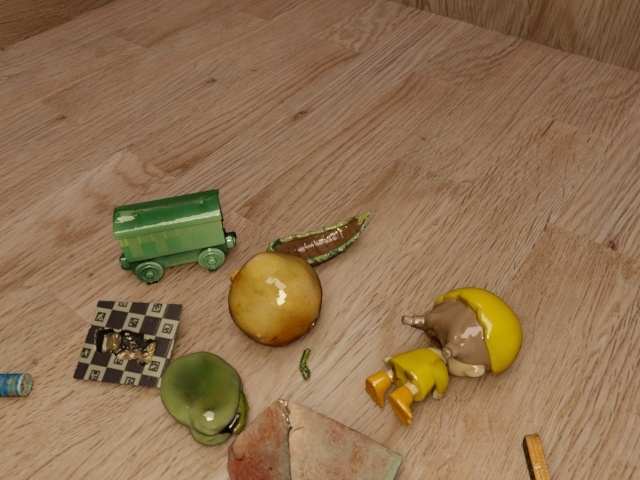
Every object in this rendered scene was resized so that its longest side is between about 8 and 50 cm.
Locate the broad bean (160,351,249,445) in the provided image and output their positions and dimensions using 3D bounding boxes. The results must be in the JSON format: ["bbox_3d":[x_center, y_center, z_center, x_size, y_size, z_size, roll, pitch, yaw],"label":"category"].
[{"bbox_3d":[-0.236,0.316,1.147,0.228,0.100,0.169,35,41,27],"label":"broad bean"}]

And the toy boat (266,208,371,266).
[{"bbox_3d":[0.004,0.006,1.450,0.292,0.099,0.109,-21,48,-8],"label":"toy boat"}]

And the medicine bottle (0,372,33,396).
[{"bbox_3d":[-0.727,0.313,1.196,0.190,0.051,0.051,-1,46,0],"label":"medicine bottle"}]

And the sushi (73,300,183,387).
[{"bbox_3d":[-0.426,0.237,1.263,0.215,0.050,0.192,3,62,10],"label":"sushi"}]

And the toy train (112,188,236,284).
[{"bbox_3d":[-0.366,-0.010,1.400,0.300,0.202,0.120,-11,42,-9],"label":"toy train"}]

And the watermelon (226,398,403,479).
[{"bbox_3d":[-0.015,0.376,0.998,0.283,0.293,0.250,33,25,30],"label":"watermelon"}]

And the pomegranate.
[{"bbox_3d":[-0.100,0.133,1.248,0.233,0.233,0.233,-1,46,1],"label":"pomegranate"}]

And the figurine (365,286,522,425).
[{"bbox_3d":[0.265,0.238,1.167,0.343,0.187,0.215,-34,41,-19],"label":"figurine"}]

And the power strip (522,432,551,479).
[{"bbox_3d":[0.412,0.448,1.037,0.028,0.049,0.178,-4,45,5],"label":"power strip"}]

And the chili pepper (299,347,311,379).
[{"bbox_3d":[-0.034,0.278,1.234,0.027,0.022,0.083,-2,42,1],"label":"chili pepper"}]
